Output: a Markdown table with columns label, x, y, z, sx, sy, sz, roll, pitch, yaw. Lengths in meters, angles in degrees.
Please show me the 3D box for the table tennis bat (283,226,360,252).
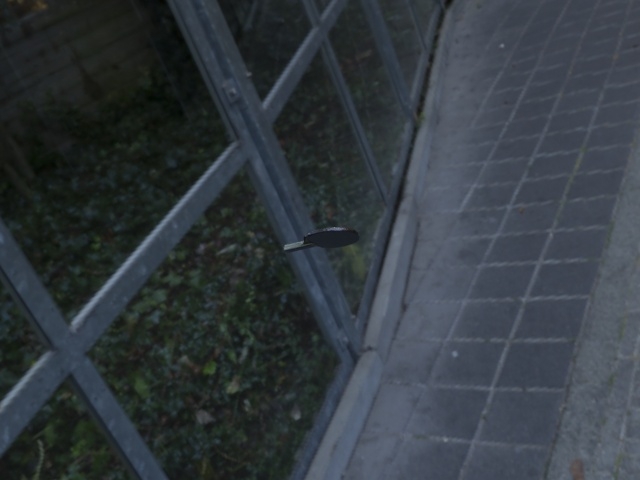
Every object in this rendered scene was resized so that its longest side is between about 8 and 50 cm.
| label | x | y | z | sx | sy | sz | roll | pitch | yaw |
| --- | --- | --- | --- | --- | --- | --- | --- | --- | --- |
| table tennis bat | 0.000 | 0.000 | 0.779 | 0.083 | 0.050 | 0.007 | -14 | 68 | 31 |
